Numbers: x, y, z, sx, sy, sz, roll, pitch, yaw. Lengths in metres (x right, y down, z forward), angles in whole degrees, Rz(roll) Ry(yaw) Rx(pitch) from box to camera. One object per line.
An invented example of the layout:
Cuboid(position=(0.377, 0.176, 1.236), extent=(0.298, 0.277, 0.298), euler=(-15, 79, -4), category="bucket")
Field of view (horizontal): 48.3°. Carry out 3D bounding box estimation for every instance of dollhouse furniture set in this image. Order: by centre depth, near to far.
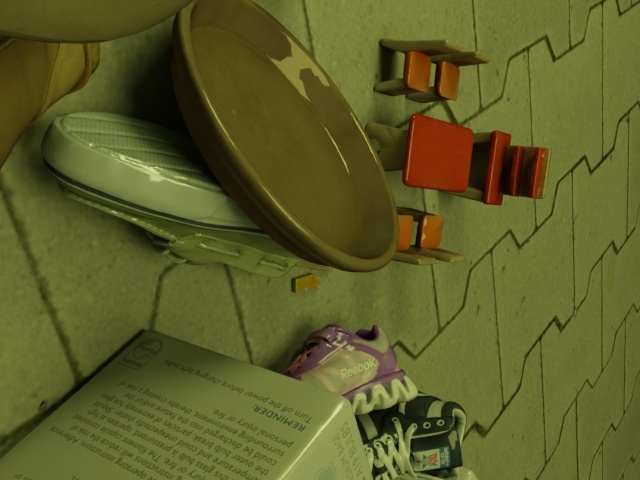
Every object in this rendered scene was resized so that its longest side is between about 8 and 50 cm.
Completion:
Cuboid(position=(0.175, -0.101, 0.895), extent=(0.259, 0.135, 0.261), euler=(-1, 99, -52), category="dollhouse furniture set")

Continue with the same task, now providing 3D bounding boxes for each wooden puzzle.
Cuboid(position=(0.000, 0.000, 0.795), extent=(0.079, 0.014, 0.116), euler=(0, 98, -52), category="wooden puzzle")

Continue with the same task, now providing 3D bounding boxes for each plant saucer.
Cuboid(position=(-0.027, -0.091, 0.608), extent=(0.278, 0.041, 0.277), euler=(43, 29, -31), category="plant saucer")

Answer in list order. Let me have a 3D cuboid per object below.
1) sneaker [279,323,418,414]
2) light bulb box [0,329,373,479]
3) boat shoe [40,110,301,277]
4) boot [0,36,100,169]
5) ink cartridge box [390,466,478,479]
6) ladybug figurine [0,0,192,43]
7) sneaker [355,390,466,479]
Cuboid(position=(-0.001, 0.146, 0.773), extent=(0.237, 0.095, 0.104), euler=(-6, 79, -40), category="sneaker")
Cuboid(position=(-0.127, 0.331, 0.539), extent=(0.361, 0.225, 0.357), euler=(-44, 131, -38), category="light bulb box")
Cuboid(position=(-0.095, -0.021, 0.593), extent=(0.302, 0.109, 0.094), euler=(15, 113, -50), category="boat shoe")
Cuboid(position=(-0.201, -0.122, 0.343), extent=(0.269, 0.089, 0.236), euler=(-82, 158, -54), category="boot")
Cuboid(position=(0.139, 0.463, 0.999), extent=(0.278, 0.117, 0.201), euler=(-59, 138, -25), category="ink cartridge box")
Cuboid(position=(-0.148, -0.281, 0.221), extent=(0.449, 0.162, 0.305), euler=(54, 53, -31), category="ladybug figurine")
Cuboid(position=(0.061, 0.257, 0.820), extent=(0.282, 0.153, 0.099), euler=(-32, 122, -44), category="sneaker")
